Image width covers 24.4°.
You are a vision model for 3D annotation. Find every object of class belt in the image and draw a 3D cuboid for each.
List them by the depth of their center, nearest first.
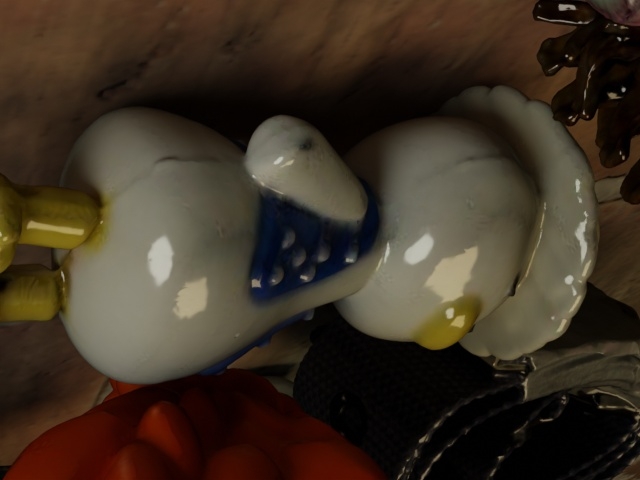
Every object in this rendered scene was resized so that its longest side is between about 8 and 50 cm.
[{"bbox_3d":[0.093,0.081,0.854,0.230,0.126,0.139,-2,123,-41],"label":"belt"}]

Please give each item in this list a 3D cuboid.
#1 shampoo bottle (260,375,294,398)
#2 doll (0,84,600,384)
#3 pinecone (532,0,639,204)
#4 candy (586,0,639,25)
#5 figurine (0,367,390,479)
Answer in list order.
[{"bbox_3d":[-0.067,0.154,0.931,0.074,0.074,0.192,-4,151,-37],"label":"shampoo bottle"},{"bbox_3d":[0.000,0.000,0.578,0.293,0.119,0.138,-6,143,-36],"label":"doll"},{"bbox_3d":[0.158,-0.071,0.528,0.165,0.163,0.163,6,149,-18],"label":"pinecone"},{"bbox_3d":[0.085,-0.112,0.420,0.043,0.103,0.103,-26,159,-8],"label":"candy"},{"bbox_3d":[-0.127,0.164,0.630,0.412,0.241,0.306,1,171,27],"label":"figurine"}]
